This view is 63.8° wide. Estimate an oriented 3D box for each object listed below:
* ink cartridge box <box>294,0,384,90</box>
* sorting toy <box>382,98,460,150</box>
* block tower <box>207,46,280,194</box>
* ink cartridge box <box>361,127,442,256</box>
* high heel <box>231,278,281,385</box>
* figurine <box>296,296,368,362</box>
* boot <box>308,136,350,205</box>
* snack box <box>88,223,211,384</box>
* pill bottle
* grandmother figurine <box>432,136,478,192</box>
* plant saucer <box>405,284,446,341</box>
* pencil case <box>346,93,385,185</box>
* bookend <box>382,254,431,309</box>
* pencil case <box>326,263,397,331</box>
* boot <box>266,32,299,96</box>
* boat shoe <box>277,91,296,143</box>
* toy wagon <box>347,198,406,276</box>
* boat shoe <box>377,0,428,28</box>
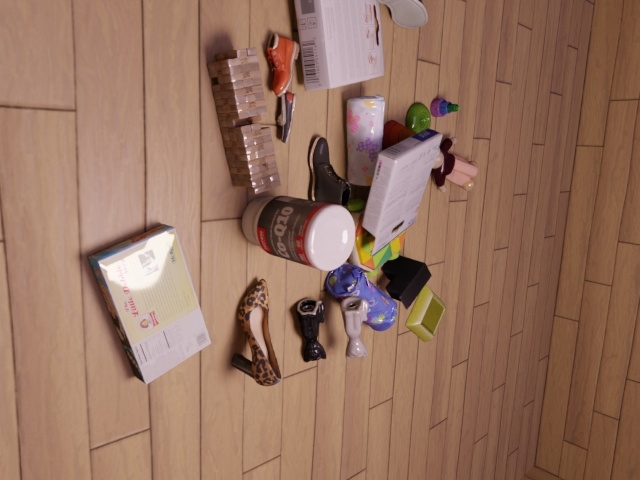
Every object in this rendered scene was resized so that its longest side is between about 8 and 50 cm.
[{"bbox_3d":[0.065,-0.609,1.472,0.385,0.091,0.308,-36,124,-54],"label":"ink cartridge box"},{"bbox_3d":[0.364,-0.400,1.764,0.365,0.126,0.127,-37,123,-33],"label":"sorting toy"},{"bbox_3d":[-0.186,-0.287,1.261,0.091,0.097,0.336,-26,115,-39],"label":"block tower"},{"bbox_3d":[0.245,-0.156,1.597,0.324,0.071,0.330,-33,144,-48],"label":"ink cartridge box"},{"bbox_3d":[-0.139,0.243,1.359,0.093,0.186,0.261,15,89,-46],"label":"high heel"},{"bbox_3d":[0.042,0.282,1.560,0.092,0.214,0.210,-86,172,-64],"label":"figurine"},{"bbox_3d":[0.036,-0.195,1.471,0.076,0.137,0.198,-13,108,-43],"label":"boot"},{"bbox_3d":[-0.382,0.146,1.184,0.187,0.060,0.322,-30,119,-38],"label":"snack box"},{"bbox_3d":[-0.065,-0.028,1.303,0.161,0.283,0.161,-13,108,-43],"label":"pill bottle"},{"bbox_3d":[0.479,-0.288,1.925,0.342,0.104,0.208,7,86,-48],"label":"grandmother figurine"},{"bbox_3d":[0.433,0.296,2.047,0.188,0.045,0.188,42,70,-42],"label":"plant saucer"},{"bbox_3d":[0.140,-0.301,1.562,0.113,0.124,0.273,-17,110,-41],"label":"pencil case"},{"bbox_3d":[0.272,0.137,1.777,0.157,0.156,0.072,-50,129,-20],"label":"bookend"},{"bbox_3d":[0.145,0.186,1.675,0.306,0.133,0.119,43,29,-43],"label":"pencil case"},{"bbox_3d":[-0.111,-0.454,1.327,0.084,0.059,0.158,17,78,-43],"label":"boot"},{"bbox_3d":[-0.094,-0.330,1.380,0.043,0.049,0.137,8,98,-3],"label":"boat shoe"},{"bbox_3d":[0.210,-0.050,1.728,0.344,0.068,0.267,-34,122,-35],"label":"toy wagon"},{"bbox_3d":[0.247,-0.751,1.573,0.302,0.114,0.091,12,73,-60],"label":"boat shoe"}]
